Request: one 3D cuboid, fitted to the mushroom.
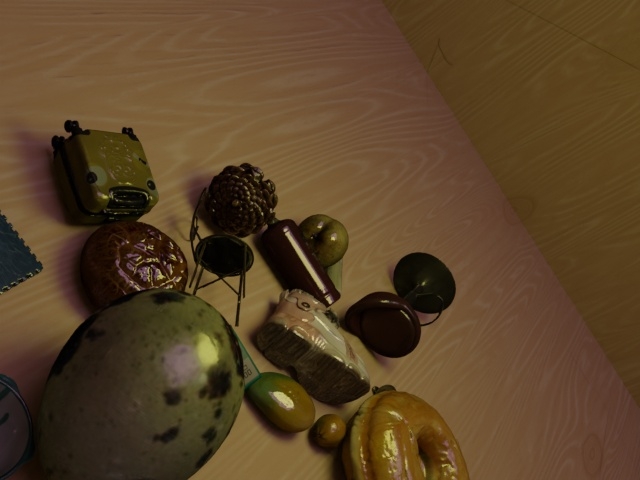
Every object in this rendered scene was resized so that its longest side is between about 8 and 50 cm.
[{"bbox_3d":[-0.415,0.065,1.587,0.253,0.153,0.253,21,48,-26],"label":"mushroom"}]

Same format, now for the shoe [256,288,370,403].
[{"bbox_3d":[0.006,0.274,1.898,0.351,0.171,0.198,43,37,-19],"label":"shoe"}]

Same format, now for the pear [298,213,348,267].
[{"bbox_3d":[0.000,0.000,2.115,0.136,0.167,0.167,19,47,-66],"label":"pear"}]

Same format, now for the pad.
[{"bbox_3d":[-0.716,0.006,1.385,0.270,0.012,0.269,53,36,-5],"label":"pad"}]

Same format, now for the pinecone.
[{"bbox_3d":[-0.212,-0.115,1.930,0.207,0.207,0.208,30,43,-33],"label":"pinecone"}]

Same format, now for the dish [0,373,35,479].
[{"bbox_3d":[-0.613,0.323,1.203,0.246,0.078,0.224,36,40,-28],"label":"dish"}]

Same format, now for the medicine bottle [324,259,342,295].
[{"bbox_3d":[0.039,0.074,2.192,0.059,0.059,0.231,33,41,-30],"label":"medicine bottle"}]

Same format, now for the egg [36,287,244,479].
[{"bbox_3d":[-0.333,0.294,1.318,0.345,0.345,0.428,38,81,-25],"label":"egg"}]

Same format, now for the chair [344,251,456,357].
[{"bbox_3d":[0.250,0.209,2.204,0.227,0.226,0.401,57,36,0],"label":"chair"}]

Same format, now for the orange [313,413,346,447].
[{"bbox_3d":[0.021,0.490,1.827,0.095,0.085,0.085,1,62,-54],"label":"orange"}]

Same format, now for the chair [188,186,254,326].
[{"bbox_3d":[-0.246,0.035,1.730,0.170,0.160,0.326,9,45,-7],"label":"chair"}]

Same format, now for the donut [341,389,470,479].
[{"bbox_3d":[0.235,0.613,1.885,0.448,0.198,0.449,33,41,-35],"label":"donut"}]

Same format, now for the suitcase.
[{"bbox_3d":[-0.503,-0.147,1.644,0.193,0.143,0.235,-1,63,-51],"label":"suitcase"}]

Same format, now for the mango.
[{"bbox_3d":[-0.097,0.397,1.759,0.194,0.092,0.130,30,44,-20],"label":"mango"}]

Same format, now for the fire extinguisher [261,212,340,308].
[{"bbox_3d":[-0.079,0.048,2.025,0.114,0.135,0.337,-33,93,-22],"label":"fire extinguisher"}]

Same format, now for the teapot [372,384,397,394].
[{"bbox_3d":[0.178,0.474,2.064,0.110,0.085,0.080,-49,130,-25],"label":"teapot"}]

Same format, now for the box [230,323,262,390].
[{"bbox_3d":[-0.266,0.313,1.615,0.245,0.092,0.153,-28,87,-54],"label":"box"}]
